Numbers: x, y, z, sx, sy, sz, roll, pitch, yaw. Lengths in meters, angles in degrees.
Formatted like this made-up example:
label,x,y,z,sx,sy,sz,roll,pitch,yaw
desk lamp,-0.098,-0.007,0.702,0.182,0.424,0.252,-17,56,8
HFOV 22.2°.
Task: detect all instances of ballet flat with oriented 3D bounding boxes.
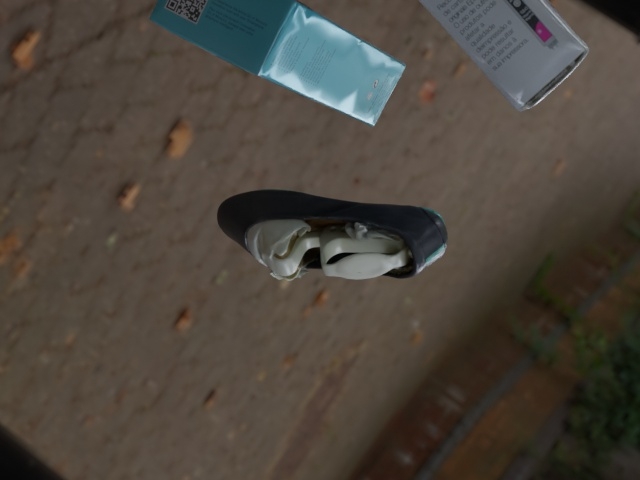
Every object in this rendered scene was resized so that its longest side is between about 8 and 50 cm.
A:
label,x,y,z,sx,sy,sz,roll,pitch,yaw
ballet flat,0.000,0.000,1.309,0.074,0.203,0.074,4,90,-69

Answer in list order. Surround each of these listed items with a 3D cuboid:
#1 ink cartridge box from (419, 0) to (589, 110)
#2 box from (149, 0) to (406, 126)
label,x,y,z,sx,sy,sz,roll,pitch,yaw
ink cartridge box,0.053,-0.240,1.163,0.071,0.330,0.324,-41,-177,10
box,-0.025,-0.149,1.235,0.060,0.100,0.244,-63,159,6
